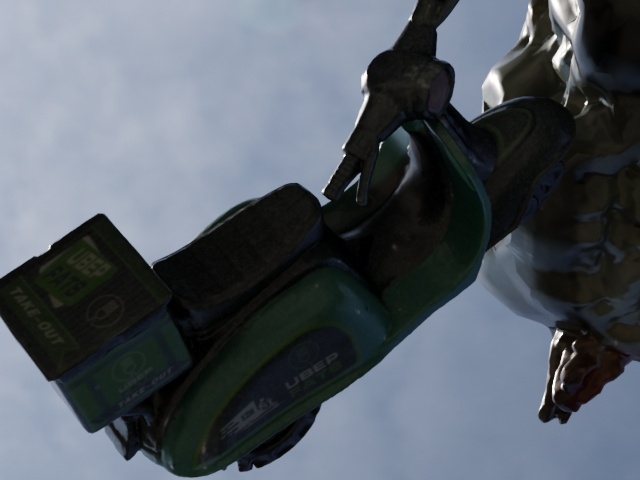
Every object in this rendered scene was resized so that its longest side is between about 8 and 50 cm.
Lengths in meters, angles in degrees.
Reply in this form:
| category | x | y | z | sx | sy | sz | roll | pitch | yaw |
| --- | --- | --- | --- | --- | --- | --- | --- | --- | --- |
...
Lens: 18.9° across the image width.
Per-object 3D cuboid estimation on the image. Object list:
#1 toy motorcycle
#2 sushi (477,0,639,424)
| category | x | y | z | sx | sy | sz | roll | pitch | yaw |
| --- | --- | --- | --- | --- | --- | --- | --- | --- | --- |
| toy motorcycle | 0.000 | 0.000 | 0.544 | 0.173 | 0.100 | 0.058 | -35 | -125 | -10 |
| sushi | 0.117 | -0.084 | 0.614 | 0.130 | 0.124 | 0.332 | 2 | -53 | 2 |
